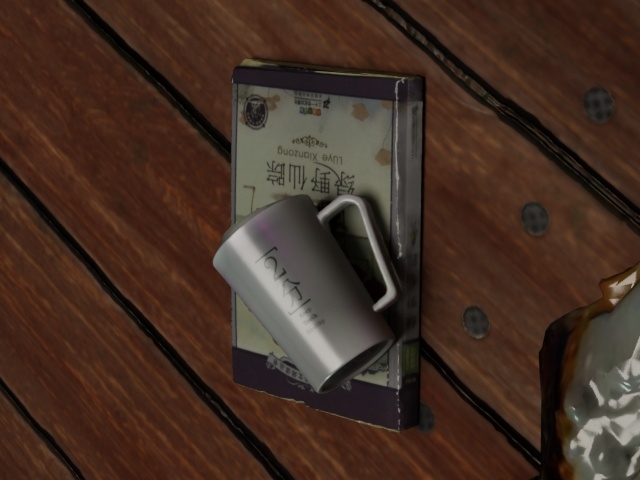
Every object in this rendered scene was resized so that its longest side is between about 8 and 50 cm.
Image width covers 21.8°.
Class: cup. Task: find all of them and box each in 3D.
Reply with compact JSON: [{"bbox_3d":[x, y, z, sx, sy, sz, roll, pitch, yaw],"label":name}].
[{"bbox_3d":[0.002,0.024,1.052,0.104,0.074,0.116,-39,75,8],"label":"cup"}]

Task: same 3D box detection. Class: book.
[{"bbox_3d":[-0.001,0.000,1.101,0.157,0.026,0.231,11,106,42],"label":"book"}]

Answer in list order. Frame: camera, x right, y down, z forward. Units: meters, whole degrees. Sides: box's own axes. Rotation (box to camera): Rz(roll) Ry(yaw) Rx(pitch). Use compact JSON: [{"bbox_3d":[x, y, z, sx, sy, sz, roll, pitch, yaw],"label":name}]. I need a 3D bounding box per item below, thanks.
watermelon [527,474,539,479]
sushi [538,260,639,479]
[{"bbox_3d":[0.079,0.201,1.029,0.094,0.135,0.125,-119,31,-68],"label":"watermelon"},{"bbox_3d":[0.270,0.157,0.779,0.417,0.176,0.417,1,92,43],"label":"sushi"}]
